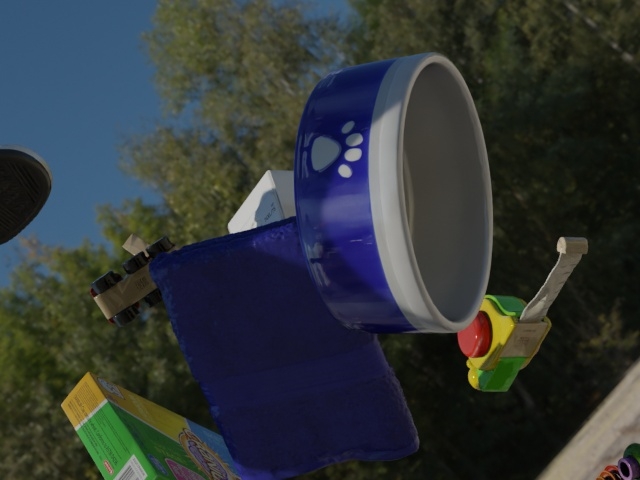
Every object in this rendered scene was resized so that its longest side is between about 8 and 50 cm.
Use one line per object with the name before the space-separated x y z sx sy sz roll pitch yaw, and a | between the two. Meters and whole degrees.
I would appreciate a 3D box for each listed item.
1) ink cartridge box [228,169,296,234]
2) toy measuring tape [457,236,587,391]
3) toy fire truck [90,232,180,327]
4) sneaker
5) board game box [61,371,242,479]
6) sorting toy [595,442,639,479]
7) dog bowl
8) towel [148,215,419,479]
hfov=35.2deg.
ink cartridge box | 0.000 0.000 1.905 0.270 0.197 0.198 -1 -30 -32
toy measuring tape | 0.278 0.091 1.443 0.121 0.121 0.330 -34 -27 -45
toy fire truck | -0.423 0.075 2.307 0.217 0.158 0.246 -34 6 -12
sneaker | -0.399 -0.051 1.107 0.295 0.124 0.178 -24 30 19
board game box | -0.182 0.322 1.389 0.064 0.242 0.316 -51 -47 1
sorting toy | 0.346 0.279 1.164 0.042 0.061 0.102 -10 -35 -20
dog bowl | 0.079 -0.042 0.972 0.104 0.265 0.265 -5 7 26
towel | -0.037 0.122 1.133 0.227 0.308 0.076 -15 21 17
